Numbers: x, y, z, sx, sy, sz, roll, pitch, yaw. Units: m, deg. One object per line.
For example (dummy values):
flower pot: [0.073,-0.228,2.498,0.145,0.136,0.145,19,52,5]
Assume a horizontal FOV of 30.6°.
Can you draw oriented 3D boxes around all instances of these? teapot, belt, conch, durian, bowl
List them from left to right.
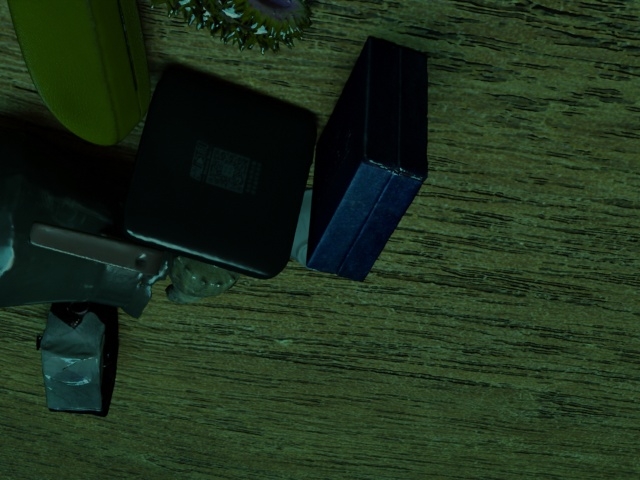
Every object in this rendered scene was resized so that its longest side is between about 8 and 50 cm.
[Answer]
teapot: [-0.421,-0.010,1.969,0.361,0.306,0.376,13,-179,-23]
belt: [-0.495,0.231,2.359,0.164,0.184,0.289,9,133,1]
durian: [-0.169,-0.367,1.698,0.191,0.112,0.341,-26,131,29]
conch: [-0.209,0.047,2.148,0.178,0.163,0.245,3,151,-30]
bowl: [0.000,0.000,2.127,0.189,0.086,0.189,3,139,2]

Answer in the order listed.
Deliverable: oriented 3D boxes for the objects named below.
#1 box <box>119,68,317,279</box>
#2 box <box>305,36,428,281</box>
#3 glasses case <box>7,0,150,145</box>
box: [-0.161,-0.105,1.877,0.289,0.290,0.073,17,163,-17]
box: [0.071,-0.126,1.829,0.116,0.279,0.261,15,137,-13]
glasses case: [-0.351,-0.316,1.727,0.173,0.141,0.371,20,144,17]
